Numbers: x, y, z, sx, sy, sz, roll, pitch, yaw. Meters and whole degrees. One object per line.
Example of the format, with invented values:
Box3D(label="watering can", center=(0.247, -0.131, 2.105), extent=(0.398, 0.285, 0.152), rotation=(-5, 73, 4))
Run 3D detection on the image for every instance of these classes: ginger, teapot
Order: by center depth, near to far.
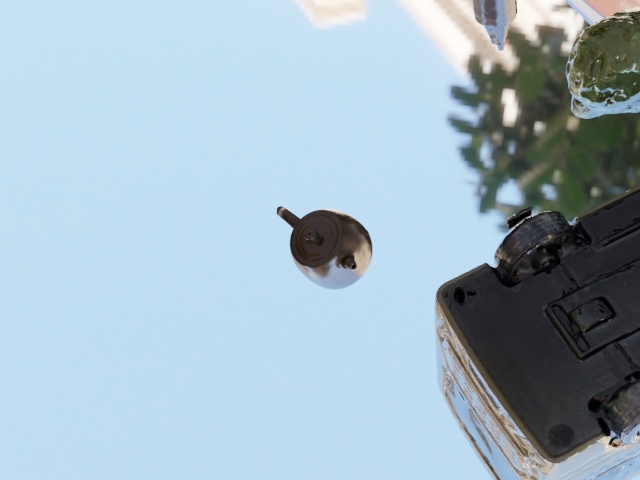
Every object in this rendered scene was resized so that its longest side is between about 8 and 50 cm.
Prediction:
Box3D(label="ginger", center=(0.295, -0.174, 1.381), extent=(0.290, 0.137, 0.089), rotation=(-27, -93, -22))
Box3D(label="teapot", center=(0.000, 0.000, 1.745), extent=(0.121, 0.068, 0.076), rotation=(39, -88, 33))

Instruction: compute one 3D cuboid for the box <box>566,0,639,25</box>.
Box3D(label="box", center=(0.293, -0.323, 2.015), extent=(0.133, 0.099, 0.182), rotation=(50, -165, 33))

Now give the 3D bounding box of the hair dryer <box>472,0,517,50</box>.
Box3D(label="hair dryer", center=(0.191, -0.344, 2.070), extent=(0.107, 0.352, 0.189), rotation=(17, -129, 27))

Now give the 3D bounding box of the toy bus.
Box3D(label="toy bus", center=(0.269, 0.049, 1.299), extent=(0.365, 0.202, 0.177), rotation=(-25, -118, -14))
